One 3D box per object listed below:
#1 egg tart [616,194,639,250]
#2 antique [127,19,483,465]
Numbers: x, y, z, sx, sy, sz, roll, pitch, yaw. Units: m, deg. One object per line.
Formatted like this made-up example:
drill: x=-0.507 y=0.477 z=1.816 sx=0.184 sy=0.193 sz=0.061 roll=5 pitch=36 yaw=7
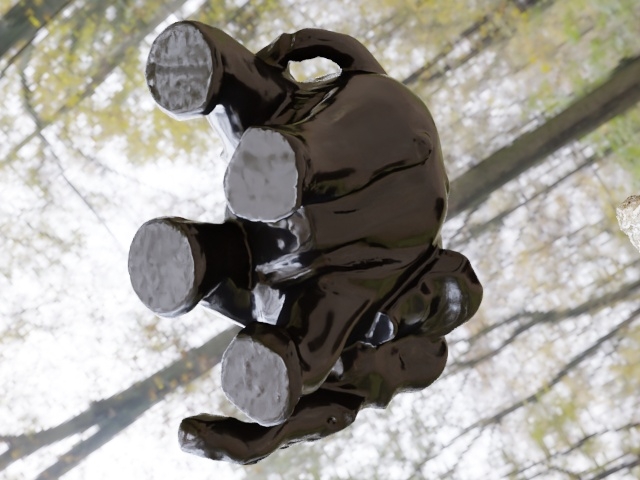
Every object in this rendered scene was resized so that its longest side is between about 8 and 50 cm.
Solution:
egg tart: x=0.442 y=0.024 z=1.011 sx=0.339 sy=0.352 sz=0.153 roll=-56 pitch=-25 yaw=-84
antique: x=0.000 y=0.000 z=0.867 sx=0.255 sy=0.185 sz=0.322 roll=-1 pitch=-85 yaw=-56
